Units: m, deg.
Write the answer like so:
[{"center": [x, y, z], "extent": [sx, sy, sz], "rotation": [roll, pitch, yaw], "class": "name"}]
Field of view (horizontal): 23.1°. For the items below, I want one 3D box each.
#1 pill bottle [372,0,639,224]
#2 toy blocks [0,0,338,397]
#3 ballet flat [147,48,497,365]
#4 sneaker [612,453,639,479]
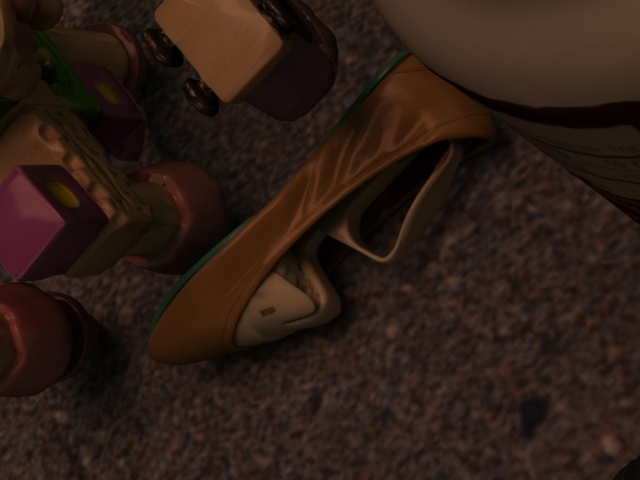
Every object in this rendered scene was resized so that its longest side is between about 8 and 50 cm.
[{"center": [0.146, -0.119, 0.549], "extent": [0.224, 0.392, 0.224], "rotation": [-16, 62, 32], "class": "pill bottle"}, {"center": [-0.143, -0.101, 0.887], "extent": [0.309, 0.260, 0.288], "rotation": [-43, 75, 20], "class": "toy blocks"}, {"center": [0.000, 0.000, 0.828], "extent": [0.232, 0.080, 0.073], "rotation": [-48, 67, 14], "class": "ballet flat"}, {"center": [0.081, 0.190, 0.641], "extent": [0.148, 0.131, 0.350], "rotation": [20, 84, 37], "class": "sneaker"}]
